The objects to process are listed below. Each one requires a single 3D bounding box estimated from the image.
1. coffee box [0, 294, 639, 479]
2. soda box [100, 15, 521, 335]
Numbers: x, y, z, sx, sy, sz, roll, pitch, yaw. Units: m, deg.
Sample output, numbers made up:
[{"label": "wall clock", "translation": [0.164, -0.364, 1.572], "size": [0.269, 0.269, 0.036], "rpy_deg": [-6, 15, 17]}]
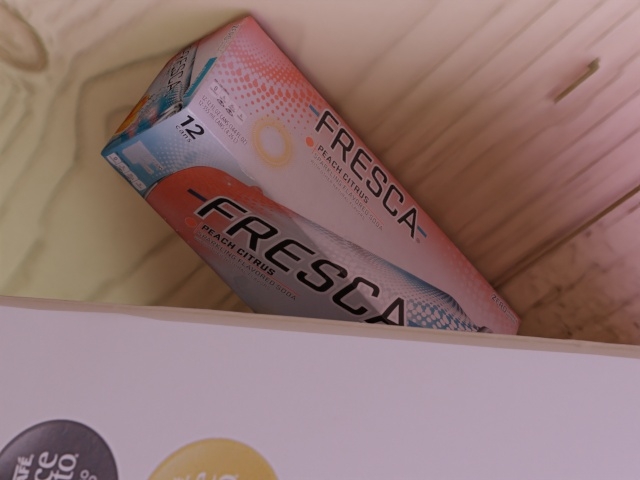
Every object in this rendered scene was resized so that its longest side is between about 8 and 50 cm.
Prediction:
[{"label": "coffee box", "translation": [-0.010, 0.237, 0.597], "size": [0.334, 0.337, 0.338], "rpy_deg": [4, 160, 23]}, {"label": "soda box", "translation": [0.000, 0.000, 0.641], "size": [0.058, 0.063, 0.183], "rpy_deg": [-24, 118, 43]}]
